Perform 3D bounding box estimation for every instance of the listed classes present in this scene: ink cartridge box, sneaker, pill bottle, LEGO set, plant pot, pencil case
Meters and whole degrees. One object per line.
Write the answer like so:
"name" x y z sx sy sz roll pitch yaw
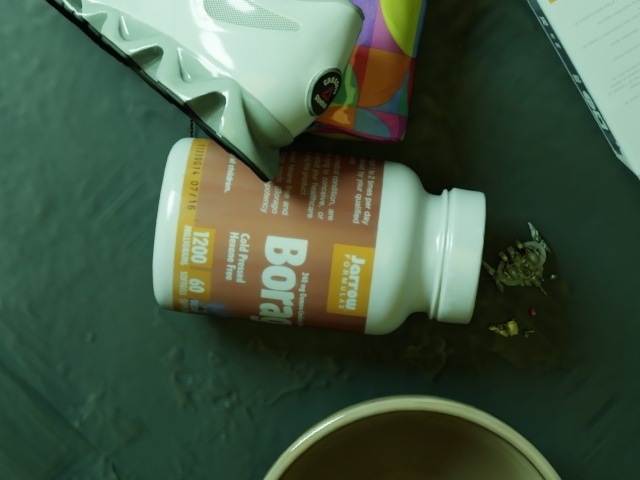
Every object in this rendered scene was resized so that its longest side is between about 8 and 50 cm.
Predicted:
"ink cartridge box" 0.277 -0.145 1.163 0.206 0.045 0.208 -31 101 3
"sneaker" -0.108 -0.188 1.115 0.330 0.122 0.146 39 88 18
"pill bottle" 0.000 0.000 1.143 0.216 0.121 0.121 6 93 1
"LEGO set" 0.143 0.030 1.191 0.054 0.023 0.083 -7 93 1
"plant pot" 0.061 0.220 1.161 0.237 0.110 0.237 0 93 0
"pencil case" 0.026 -0.178 1.147 0.104 0.104 0.236 12 92 1
